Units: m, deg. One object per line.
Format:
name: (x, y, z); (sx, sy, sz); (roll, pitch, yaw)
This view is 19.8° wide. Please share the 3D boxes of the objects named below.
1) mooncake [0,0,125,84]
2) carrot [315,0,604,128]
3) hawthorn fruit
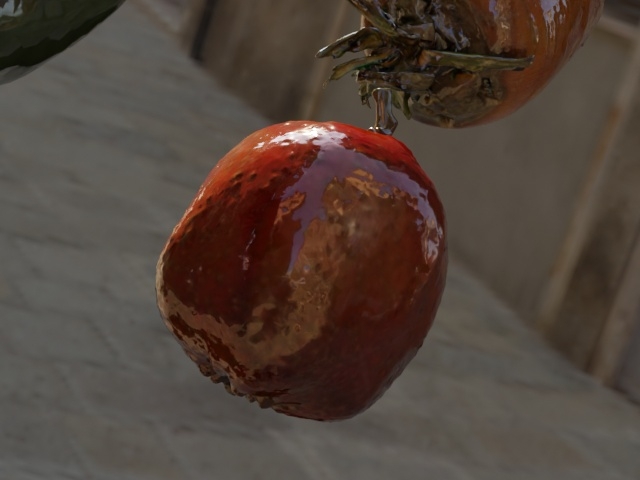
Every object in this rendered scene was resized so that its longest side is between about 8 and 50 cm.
mooncake: (-0.237, -0.241, 0.953); (0.187, 0.351, 0.351); (-12, -2, 29)
carrot: (0.146, -0.214, 1.739); (0.193, 0.214, 0.331); (37, 45, 11)
hawthorn fruit: (0.000, 0.000, 1.311); (0.205, 0.253, 0.205); (28, -8, 4)
